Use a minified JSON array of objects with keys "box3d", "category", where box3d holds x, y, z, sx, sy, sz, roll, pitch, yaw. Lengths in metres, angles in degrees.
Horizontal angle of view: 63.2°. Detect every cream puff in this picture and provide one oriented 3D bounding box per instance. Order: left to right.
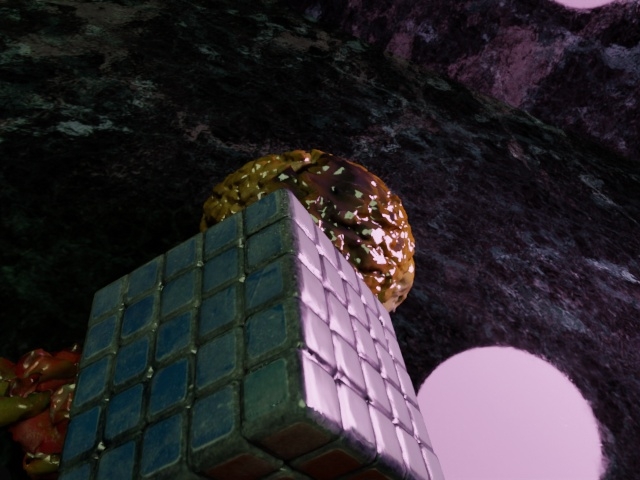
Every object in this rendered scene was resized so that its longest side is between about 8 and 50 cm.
[{"box3d":[0.000,0.000,0.746,0.342,0.231,0.327,5,38,-23],"category":"cream puff"}]

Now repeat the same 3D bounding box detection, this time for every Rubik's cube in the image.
[{"box3d":[-0.056,0.138,0.478,0.238,0.237,0.237,48,21,-40],"category":"Rubik's cube"}]

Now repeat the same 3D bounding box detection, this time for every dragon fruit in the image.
[{"box3d":[-0.248,0.164,0.507,0.207,0.150,0.133,15,9,-2],"category":"dragon fruit"}]
